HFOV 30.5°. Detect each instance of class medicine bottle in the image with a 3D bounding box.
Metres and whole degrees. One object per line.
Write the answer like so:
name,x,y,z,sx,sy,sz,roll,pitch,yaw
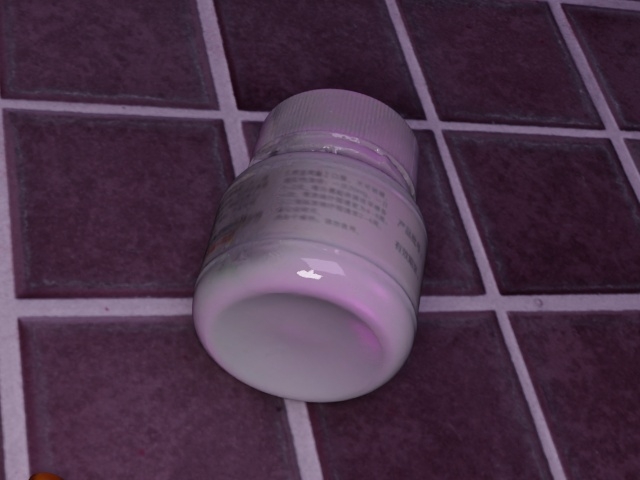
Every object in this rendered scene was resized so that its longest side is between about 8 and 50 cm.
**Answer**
medicine bottle,0.000,0.000,1.315,0.241,0.241,0.302,18,49,-7

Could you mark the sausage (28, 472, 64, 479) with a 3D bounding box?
sausage,-0.265,0.286,1.114,0.039,0.041,0.131,23,45,-32
